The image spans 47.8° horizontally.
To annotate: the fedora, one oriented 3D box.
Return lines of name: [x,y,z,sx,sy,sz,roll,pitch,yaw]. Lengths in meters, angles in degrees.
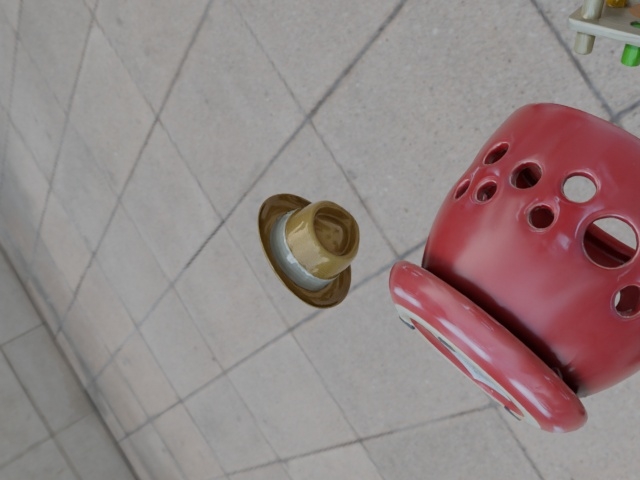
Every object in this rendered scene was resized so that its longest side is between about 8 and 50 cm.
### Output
fedora: [0.000,0.000,1.002,0.079,0.194,0.194,-32,89,32]

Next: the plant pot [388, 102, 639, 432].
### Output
plant pot: [0.160,0.027,0.515,0.191,0.174,0.191,40,174,5]

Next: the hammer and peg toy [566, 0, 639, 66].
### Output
hammer and peg toy: [0.683,-0.408,1.363,0.361,0.266,0.127,25,135,28]
